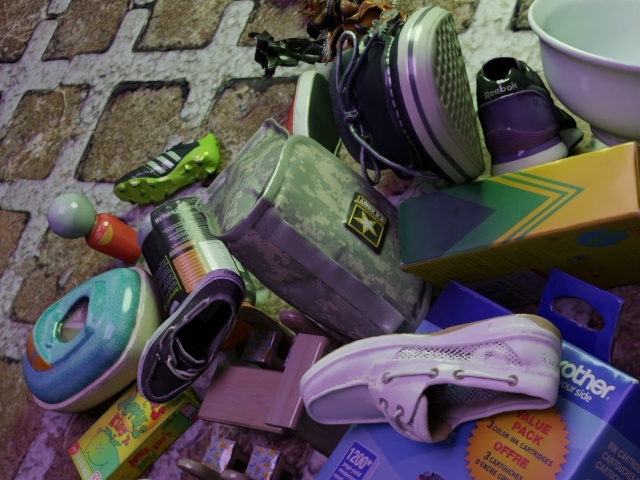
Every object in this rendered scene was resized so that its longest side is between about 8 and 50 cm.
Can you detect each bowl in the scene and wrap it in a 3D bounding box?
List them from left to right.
[{"bbox_3d":[0.367,-0.176,1.400,0.298,0.134,0.298,-1,28,1],"label":"bowl"}]

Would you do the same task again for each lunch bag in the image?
[{"bbox_3d":[0.000,0.000,1.476,0.169,0.235,0.287,-49,17,2],"label":"lunch bag"}]

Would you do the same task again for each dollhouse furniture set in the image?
[{"bbox_3d":[-0.057,0.182,1.523,0.242,0.161,0.212,3,64,41],"label":"dollhouse furniture set"}]

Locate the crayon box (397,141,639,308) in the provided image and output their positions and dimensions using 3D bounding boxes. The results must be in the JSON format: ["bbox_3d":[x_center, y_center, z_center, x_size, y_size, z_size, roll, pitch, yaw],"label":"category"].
[{"bbox_3d":[0.266,-0.011,1.357,0.319,0.202,0.081,-13,66,31],"label":"crayon box"}]

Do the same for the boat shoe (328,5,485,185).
[{"bbox_3d":[0.091,-0.148,1.444,0.156,0.500,0.186,-11,95,5],"label":"boat shoe"}]

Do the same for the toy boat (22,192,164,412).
[{"bbox_3d":[-0.328,0.081,1.808,0.267,0.148,0.318,-34,40,35],"label":"toy boat"}]

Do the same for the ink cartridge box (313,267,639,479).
[{"bbox_3d":[0.177,0.223,1.317,0.270,0.151,0.395,28,80,46],"label":"ink cartridge box"}]

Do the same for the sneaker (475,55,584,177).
[{"bbox_3d":[0.226,-0.150,1.453,0.107,0.124,0.283,-18,6,11],"label":"sneaker"}]

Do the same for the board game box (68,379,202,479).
[{"bbox_3d":[-0.242,0.249,1.715,0.181,0.043,0.092,-45,43,5],"label":"board game box"}]

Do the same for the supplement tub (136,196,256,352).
[{"bbox_3d":[-0.158,0.047,1.715,0.117,0.117,0.190,-36,61,15],"label":"supplement tub"}]

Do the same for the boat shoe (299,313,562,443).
[{"bbox_3d":[0.097,0.147,1.253,0.277,0.098,0.096,-17,50,29],"label":"boat shoe"}]

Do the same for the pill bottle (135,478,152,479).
[{"bbox_3d":[-0.147,0.352,1.445,0.118,0.208,0.117,-21,51,27],"label":"pill bottle"}]

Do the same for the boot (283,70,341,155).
[{"bbox_3d":[-0.064,-0.111,1.789,0.176,0.088,0.244,-15,57,34],"label":"boot"}]

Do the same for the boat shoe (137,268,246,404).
[{"bbox_3d":[-0.165,0.130,1.599,0.219,0.078,0.070,-56,14,28],"label":"boat shoe"}]

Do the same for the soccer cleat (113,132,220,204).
[{"bbox_3d":[-0.226,-0.104,1.940,0.179,0.060,0.072,-19,41,21],"label":"soccer cleat"}]

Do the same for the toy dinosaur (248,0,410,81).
[{"bbox_3d":[0.023,-0.292,1.793,0.322,0.219,0.164,168,102,-70],"label":"toy dinosaur"}]
